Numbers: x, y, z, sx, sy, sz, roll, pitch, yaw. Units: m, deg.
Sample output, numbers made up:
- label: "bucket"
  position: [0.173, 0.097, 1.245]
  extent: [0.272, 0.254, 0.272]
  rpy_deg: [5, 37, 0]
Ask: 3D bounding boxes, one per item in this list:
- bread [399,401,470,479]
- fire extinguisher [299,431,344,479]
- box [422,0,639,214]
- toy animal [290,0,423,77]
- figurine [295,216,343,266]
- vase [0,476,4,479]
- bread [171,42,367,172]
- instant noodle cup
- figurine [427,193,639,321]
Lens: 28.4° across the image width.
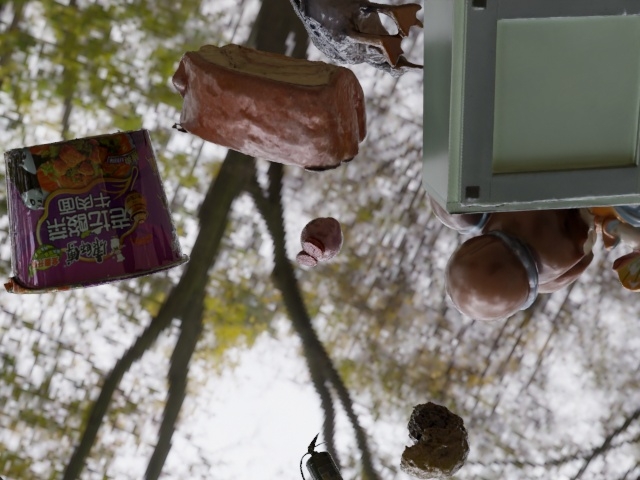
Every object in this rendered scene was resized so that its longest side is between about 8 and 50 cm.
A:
- label: "bread"
  position: [0.141, 0.240, 1.525]
  extent: [0.082, 0.060, 0.113]
  rpy_deg: [11, -153, 2]
- label: "fire extinguisher"
  position: [0.005, 0.212, 1.111]
  extent: [0.083, 0.038, 0.025]
  rpy_deg: [61, -165, 23]
- label: "box"
  position: [0.219, -0.148, 1.209]
  extent: [0.225, 0.225, 0.117]
  rpy_deg: [-4, -162, -9]
- label: "toy animal"
  position: [0.058, -0.345, 2.049]
  extent: [0.298, 0.122, 0.185]
  rpy_deg: [22, 178, -36]
- label: "figurine"
  position: [0.000, 0.000, 1.947]
  extent: [0.067, 0.083, 0.071]
  rpy_deg: [35, -121, -14]
- label: "vase"
  position: [-0.556, 0.473, 1.847]
  extent: [0.251, 0.301, 0.156]
  rpy_deg: [23, -167, -46]
- label: "bread"
  position: [-0.071, -0.172, 1.595]
  extent: [0.244, 0.123, 0.190]
  rpy_deg: [11, -157, 12]
- label: "instant noodle cup"
  position: [-0.313, -0.045, 1.701]
  extent: [0.251, 0.190, 0.251]
  rpy_deg: [-9, -174, 1]
- label: "figurine"
  position: [0.368, -0.044, 1.833]
  extent: [0.248, 0.388, 0.276]
  rpy_deg: [27, -134, -42]
